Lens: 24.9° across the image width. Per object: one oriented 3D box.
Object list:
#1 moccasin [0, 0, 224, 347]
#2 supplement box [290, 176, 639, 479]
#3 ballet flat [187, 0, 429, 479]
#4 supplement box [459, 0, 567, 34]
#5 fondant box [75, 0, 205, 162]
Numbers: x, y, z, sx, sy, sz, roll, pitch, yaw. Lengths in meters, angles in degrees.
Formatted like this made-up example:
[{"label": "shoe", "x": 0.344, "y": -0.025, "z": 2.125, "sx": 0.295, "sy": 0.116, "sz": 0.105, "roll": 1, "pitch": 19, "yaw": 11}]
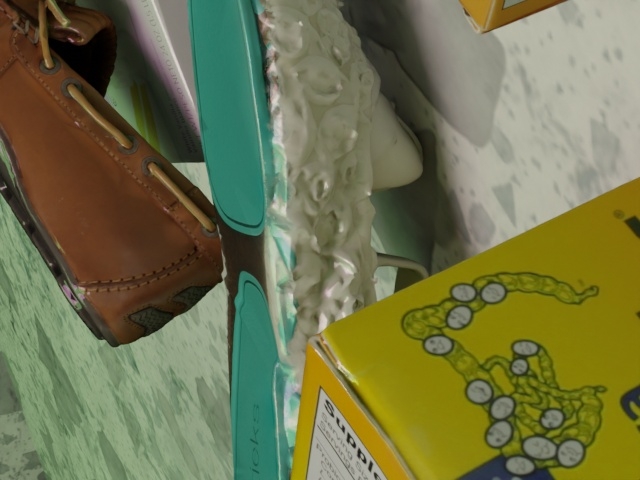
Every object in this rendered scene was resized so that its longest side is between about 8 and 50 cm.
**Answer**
[{"label": "moccasin", "x": -0.186, "y": -0.114, "z": 0.982, "sx": 0.380, "sy": 0.147, "sz": 0.139, "roll": 53, "pitch": 171, "yaw": 19}, {"label": "supplement box", "x": 0.112, "y": 0.166, "z": 0.724, "sx": 0.194, "sy": 0.195, "sz": 0.356, "roll": 55, "pitch": 158, "yaw": 26}, {"label": "ballet flat", "x": 0.000, "y": 0.000, "z": 0.882, "sx": 0.147, "sy": 0.147, "sz": 0.409, "roll": 26, "pitch": 122, "yaw": 60}, {"label": "supplement box", "x": 0.092, "y": -0.186, "z": 0.549, "sx": 0.078, "sy": 0.080, "sz": 0.233, "roll": 57, "pitch": 157, "yaw": 23}, {"label": "fondant box", "x": -0.135, "y": -0.181, "z": 1.086, "sx": 0.330, "sy": 0.096, "sz": 0.238, "roll": 7, "pitch": 120, "yaw": 68}]
